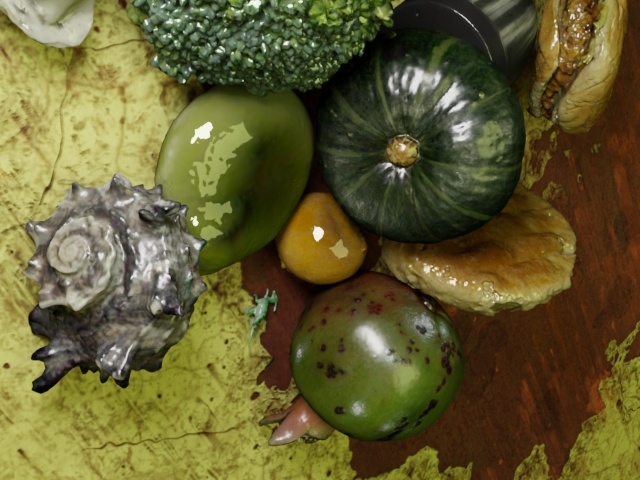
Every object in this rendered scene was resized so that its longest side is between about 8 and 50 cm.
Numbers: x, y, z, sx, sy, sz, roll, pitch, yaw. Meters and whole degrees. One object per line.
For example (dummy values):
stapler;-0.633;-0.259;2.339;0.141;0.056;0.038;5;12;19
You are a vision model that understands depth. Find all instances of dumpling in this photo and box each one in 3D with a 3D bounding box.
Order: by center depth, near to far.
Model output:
dumpling;-0.319;-0.326;1.094;0.162;0.132;0.250;-32;124;-33

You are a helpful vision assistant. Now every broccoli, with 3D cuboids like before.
broccoli;-0.076;-0.314;1.216;0.338;0.277;0.317;29;46;-8

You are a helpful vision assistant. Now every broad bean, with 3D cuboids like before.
broad bean;-0.119;-0.088;1.361;0.238;0.119;0.291;42;76;-43

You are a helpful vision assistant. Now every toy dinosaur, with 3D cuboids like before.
toy dinosaur;-0.090;0.113;1.528;0.062;0.021;0.083;-11;112;-52

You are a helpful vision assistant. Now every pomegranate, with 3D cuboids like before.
pomegranate;0.069;0.209;1.528;0.291;0.291;0.323;35;82;-42

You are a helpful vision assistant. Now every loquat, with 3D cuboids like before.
loquat;0.000;0.000;1.484;0.141;0.141;0.141;-16;115;-36

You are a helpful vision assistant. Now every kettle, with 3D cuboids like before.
kettle;0.246;-0.295;1.547;0.271;0.207;0.250;-41;111;-41

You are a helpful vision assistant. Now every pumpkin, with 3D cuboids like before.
pumpkin;0.138;-0.145;1.390;0.207;0.300;0.300;-39;132;-57

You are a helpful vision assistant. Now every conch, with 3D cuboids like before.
conch;-0.268;0.056;1.243;0.313;0.241;0.186;-65;175;29

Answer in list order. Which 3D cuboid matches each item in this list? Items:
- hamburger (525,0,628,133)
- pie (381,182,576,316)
hamburger;0.425;-0.319;1.650;0.283;0.145;0.259;48;57;-70
pie;0.239;-0.009;1.565;0.339;0.339;0.083;-20;141;-35
